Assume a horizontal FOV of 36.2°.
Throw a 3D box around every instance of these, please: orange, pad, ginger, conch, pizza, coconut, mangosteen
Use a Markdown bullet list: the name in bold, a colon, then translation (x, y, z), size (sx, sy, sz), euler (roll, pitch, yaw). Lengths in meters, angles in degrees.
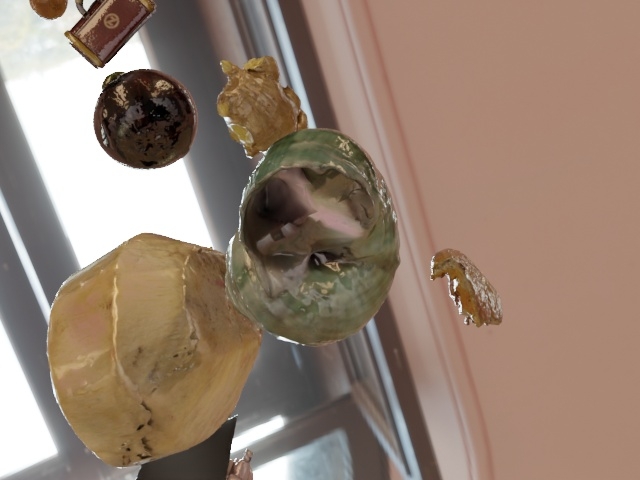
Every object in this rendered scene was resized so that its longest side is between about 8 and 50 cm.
- **orange**: translation (-0.551, -0.487, 1.989), size (0.085, 0.085, 0.085), euler (-16, -162, 5)
- **pad**: translation (-0.315, 0.521, 2.214), size (0.247, 0.007, 0.367), euler (-21, -164, 7)
- **ginger**: translation (-0.104, -0.233, 1.706), size (0.102, 0.216, 0.157), euler (10, -123, 50)
- **conch**: translation (-0.014, 0.007, 1.028), size (0.220, 0.195, 0.277), euler (4, 154, -38)
- **pizza**: translation (0.230, 0.076, 1.532), size (0.056, 0.134, 0.271), euler (-27, 167, 15)
- **coconut**: translation (-0.268, 0.170, 1.496), size (0.352, 0.352, 0.352), euler (-16, -162, 5)
- **mangosteen**: translation (-0.353, -0.248, 1.983), size (0.216, 0.216, 0.216), euler (-16, -162, 5)

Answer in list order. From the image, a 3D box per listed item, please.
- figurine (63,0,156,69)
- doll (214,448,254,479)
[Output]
- **figurine**: translation (-0.299, -0.327, 1.396), size (0.154, 0.098, 0.082), euler (-50, -169, 1)
- **doll**: translation (-0.247, 0.623, 2.177), size (0.365, 0.094, 0.160), euler (-60, 176, 1)
